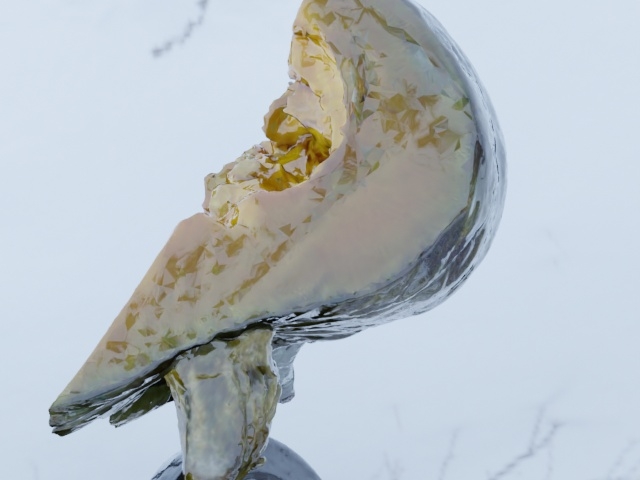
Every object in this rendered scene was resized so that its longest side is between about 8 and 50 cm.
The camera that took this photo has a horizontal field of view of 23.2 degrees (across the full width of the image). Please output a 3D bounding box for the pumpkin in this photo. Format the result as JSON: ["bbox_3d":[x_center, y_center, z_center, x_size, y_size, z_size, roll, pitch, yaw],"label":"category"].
[{"bbox_3d":[0.000,0.006,0.676,0.126,0.248,0.131,31,170,1],"label":"pumpkin"}]

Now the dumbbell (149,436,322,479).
[{"bbox_3d":[-0.088,0.184,0.770,0.325,0.143,0.143,-22,144,32],"label":"dumbbell"}]

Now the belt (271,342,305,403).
[{"bbox_3d":[-0.046,0.091,1.311,0.071,0.053,0.232,-9,155,-20],"label":"belt"}]
